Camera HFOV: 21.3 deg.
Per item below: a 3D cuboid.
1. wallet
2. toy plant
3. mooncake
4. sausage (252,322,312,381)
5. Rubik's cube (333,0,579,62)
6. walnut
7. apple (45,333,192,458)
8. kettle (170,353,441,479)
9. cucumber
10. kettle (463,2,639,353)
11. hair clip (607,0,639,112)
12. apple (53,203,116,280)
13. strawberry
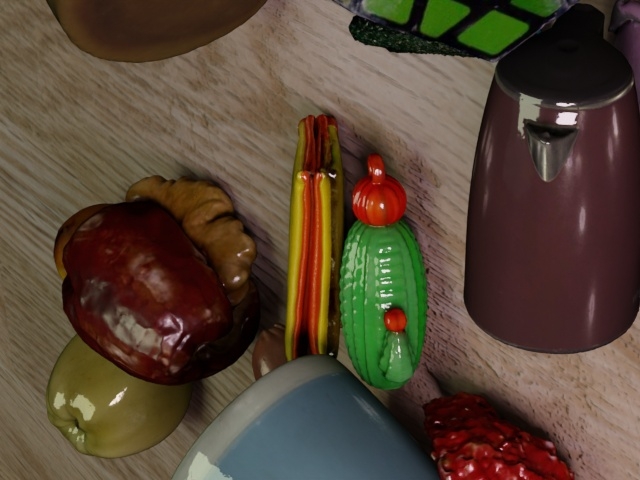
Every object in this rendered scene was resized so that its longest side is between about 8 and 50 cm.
[{"bbox_3d":[0.000,0.000,1.787,0.141,0.067,0.241,-87,-1,-58],"label":"wallet"},{"bbox_3d":[0.059,0.033,1.716,0.154,0.088,0.240,-168,70,-84],"label":"toy plant"},{"bbox_3d":[-0.160,-0.317,1.688,0.155,0.284,0.284,56,147,24],"label":"mooncake"},{"bbox_3d":[0.030,0.293,1.920,0.433,0.088,0.088,65,150,12],"label":"sausage"},{"bbox_3d":[0.103,-0.289,1.272,0.319,0.319,0.264,38,109,44],"label":"Rubik's cube"},{"bbox_3d":[-0.177,0.049,2.028,0.269,0.244,0.222,34,173,38],"label":"walnut"},{"bbox_3d":[-0.266,0.196,2.265,0.200,0.200,0.200,36,135,46],"label":"apple"},{"bbox_3d":[0.051,0.326,1.710,0.342,0.247,0.319,42,171,24],"label":"kettle"},{"bbox_3d":[0.112,-0.188,1.542,0.256,0.043,0.044,13,122,56],"label":"cucumber"},{"bbox_3d":[0.196,-0.057,1.338,0.144,0.202,0.232,13,129,17],"label":"kettle"},{"bbox_3d":[0.290,-0.019,1.319,0.095,0.110,0.359,-28,75,20],"label":"hair clip"},{"bbox_3d":[-0.286,0.020,2.243,0.146,0.146,0.146,36,135,46],"label":"apple"},{"bbox_3d":[0.179,0.220,1.609,0.190,0.111,0.236,55,-170,-37],"label":"strawberry"}]
